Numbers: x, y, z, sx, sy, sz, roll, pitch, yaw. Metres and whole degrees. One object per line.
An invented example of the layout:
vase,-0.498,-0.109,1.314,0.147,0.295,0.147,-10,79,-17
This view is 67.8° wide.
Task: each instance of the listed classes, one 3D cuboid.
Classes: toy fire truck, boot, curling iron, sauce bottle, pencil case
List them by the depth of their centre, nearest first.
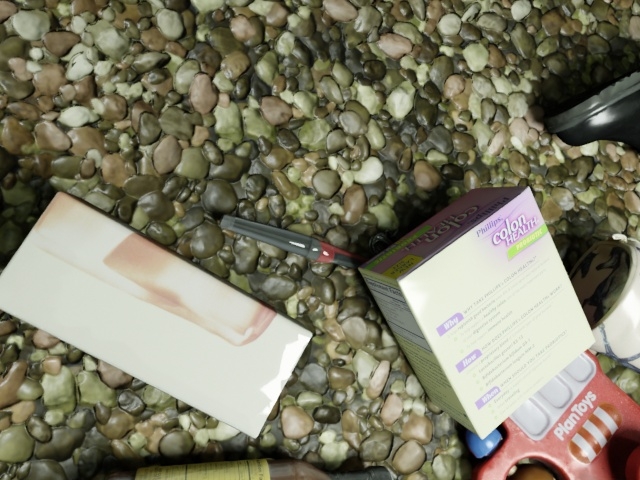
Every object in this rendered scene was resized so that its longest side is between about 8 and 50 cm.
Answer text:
sauce bottle,-0.079,0.323,0.570,0.344,0.111,0.112,4,85,-14
curling iron,0.000,0.000,0.650,0.273,0.035,0.068,10,87,-14
pencil case,0.553,0.141,0.662,0.410,0.160,0.184,27,88,7
toy fire truck,0.342,0.319,0.667,0.302,0.169,0.254,-40,72,-14
boot,0.536,-0.143,0.744,0.347,0.131,0.260,-21,91,-15

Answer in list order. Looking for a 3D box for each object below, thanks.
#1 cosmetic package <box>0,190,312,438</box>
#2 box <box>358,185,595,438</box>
cosmetic package,-0.175,0.080,0.543,0.296,0.153,0.129,32,80,-11
box,0.208,0.086,0.636,0.213,0.117,0.243,-33,105,-14
